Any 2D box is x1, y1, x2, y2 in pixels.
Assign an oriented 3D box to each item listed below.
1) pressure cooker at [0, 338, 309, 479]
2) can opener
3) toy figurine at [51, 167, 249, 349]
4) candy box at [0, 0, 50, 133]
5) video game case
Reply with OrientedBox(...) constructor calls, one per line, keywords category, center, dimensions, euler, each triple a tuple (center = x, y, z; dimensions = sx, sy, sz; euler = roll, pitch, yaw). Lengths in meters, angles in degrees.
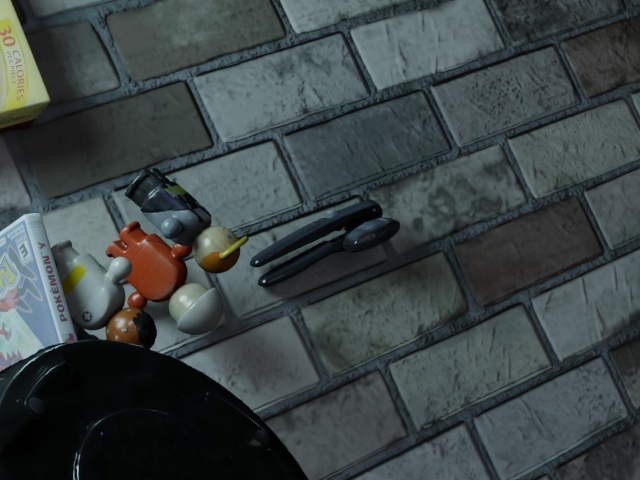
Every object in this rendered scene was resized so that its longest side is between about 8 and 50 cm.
OrientedBox(category="pressure cooker", center=(-0.236, 0.331, 1.284), dimensions=(0.375, 0.420, 0.370), euler=(36, 30, -13))
OrientedBox(category="can opener", center=(0.000, 0.000, 1.742), dimensions=(0.186, 0.073, 0.059), euler=(-20, 91, -23))
OrientedBox(category="toy figurine", center=(-0.187, 0.055, 1.528), dimensions=(0.148, 0.209, 0.213), euler=(43, 57, 7))
OrientedBox(category="candy box", center=(-0.431, -0.253, 1.577), dimensions=(0.183, 0.087, 0.316), euler=(-19, 82, -32))
OrientedBox(category="video game case", center=(-0.304, 0.092, 1.459), dimensions=(0.023, 0.201, 0.183), euler=(-9, 77, -44))
